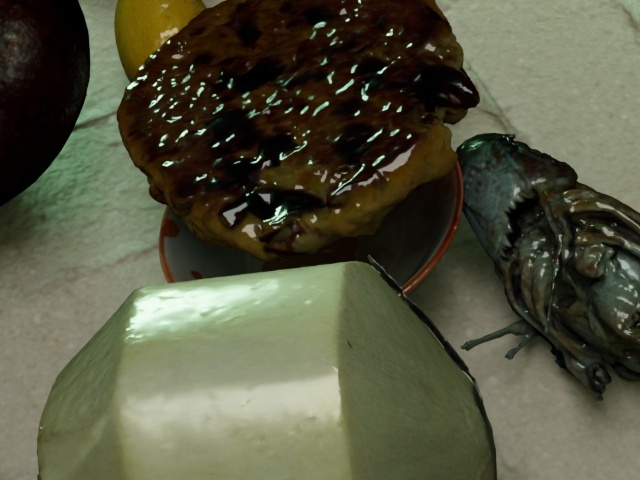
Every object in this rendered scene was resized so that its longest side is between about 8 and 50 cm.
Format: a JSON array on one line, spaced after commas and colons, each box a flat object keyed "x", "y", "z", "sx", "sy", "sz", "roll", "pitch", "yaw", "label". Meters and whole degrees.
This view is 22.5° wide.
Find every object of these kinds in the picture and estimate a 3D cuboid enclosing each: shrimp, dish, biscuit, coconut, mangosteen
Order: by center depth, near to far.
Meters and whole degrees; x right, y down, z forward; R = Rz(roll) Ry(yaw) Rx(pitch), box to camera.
[{"x": -0.028, "y": 0.157, "z": 1.117, "sx": 0.323, "sy": 0.323, "sz": 0.323, "roll": -4, "pitch": 53, "yaw": 5, "label": "coconut"}, {"x": 0.209, "y": 0.051, "z": 1.279, "sx": 0.172, "sy": 0.137, "sz": 0.372, "roll": -49, "pitch": 45, "yaw": 16, "label": "shrimp"}, {"x": -0.015, "y": -0.107, "z": 1.342, "sx": 0.289, "sy": 0.081, "sz": 0.334, "roll": -27, "pitch": 43, "yaw": -5, "label": "biscuit"}, {"x": 0.000, "y": 0.000, "z": 1.354, "sx": 0.260, "sy": 0.085, "sz": 0.260, "roll": -10, "pitch": 47, "yaw": 11, "label": "dish"}, {"x": -0.367, "y": -0.163, "z": 1.371, "sx": 0.307, "sy": 0.347, "sz": 0.307, "roll": -9, "pitch": 73, "yaw": 29, "label": "mangosteen"}]

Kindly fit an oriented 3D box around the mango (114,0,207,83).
[{"x": -0.147, "y": -0.201, "z": 1.526, "sx": 0.098, "sy": 0.075, "sz": 0.190, "roll": -10, "pitch": 69, "yaw": 4, "label": "mango"}]
